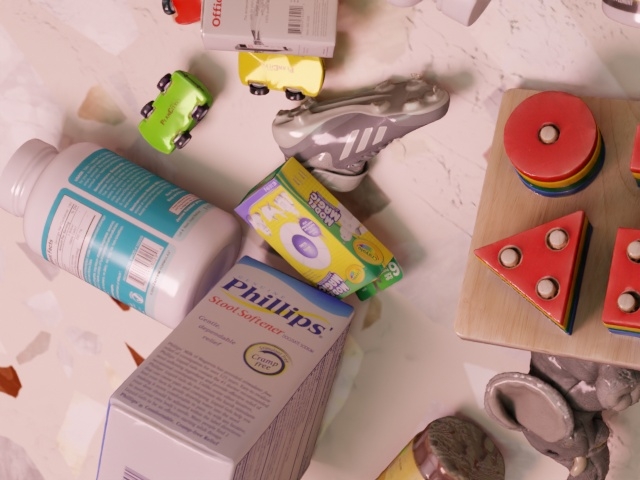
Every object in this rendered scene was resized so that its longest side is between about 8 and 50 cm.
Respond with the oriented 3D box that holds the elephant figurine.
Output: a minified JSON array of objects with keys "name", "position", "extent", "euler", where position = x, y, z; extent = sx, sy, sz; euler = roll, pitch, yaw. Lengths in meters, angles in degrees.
[{"name":"elephant figurine","position":[0.253,0.158,1.476],"extent":[0.239,0.169,0.186],"euler":[-49,43,40]}]

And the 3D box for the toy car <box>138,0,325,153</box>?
[{"name":"toy car","position":[-0.124,-0.189,1.554],"extent":[0.239,0.053,0.225],"euler":[41,123,4]}]

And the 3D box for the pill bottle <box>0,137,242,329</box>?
[{"name":"pill bottle","position":[-0.232,-0.018,1.624],"extent":[0.264,0.146,0.146],"euler":[28,121,11]}]

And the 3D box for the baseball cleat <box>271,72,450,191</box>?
[{"name":"baseball cleat","position":[0.051,-0.110,1.510],"extent":[0.206,0.072,0.109],"euler":[-4,124,31]}]

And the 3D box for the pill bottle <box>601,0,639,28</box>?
[{"name":"pill bottle","position":[0.313,-0.300,1.266],"extent":[0.119,0.119,0.208],"euler":[8,115,21]}]

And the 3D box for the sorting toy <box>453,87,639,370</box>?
[{"name":"sorting toy","position":[0.265,-0.019,1.348],"extent":[0.255,0.089,0.257],"euler":[9,78,21]}]

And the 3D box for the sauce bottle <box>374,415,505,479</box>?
[{"name":"sauce bottle","position":[0.075,0.343,1.663],"extent":[0.111,0.111,0.344],"euler":[41,121,3]}]

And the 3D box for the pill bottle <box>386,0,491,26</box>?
[{"name":"pill bottle","position":[0.062,-0.308,1.366],"extent":[0.245,0.136,0.136],"euler":[32,121,9]}]

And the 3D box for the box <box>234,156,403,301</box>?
[{"name":"box","position":[0.000,0.000,1.558],"extent":[0.179,0.043,0.105],"euler":[42,147,-9]}]

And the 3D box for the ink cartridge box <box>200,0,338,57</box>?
[{"name":"ink cartridge box","position":[-0.050,-0.241,1.446],"extent":[0.135,0.056,0.099],"euler":[4,82,-1]}]

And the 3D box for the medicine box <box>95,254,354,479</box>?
[{"name":"medicine box","position":[-0.109,0.210,1.560],"extent":[0.149,0.289,0.263],"euler":[26,130,13]}]
